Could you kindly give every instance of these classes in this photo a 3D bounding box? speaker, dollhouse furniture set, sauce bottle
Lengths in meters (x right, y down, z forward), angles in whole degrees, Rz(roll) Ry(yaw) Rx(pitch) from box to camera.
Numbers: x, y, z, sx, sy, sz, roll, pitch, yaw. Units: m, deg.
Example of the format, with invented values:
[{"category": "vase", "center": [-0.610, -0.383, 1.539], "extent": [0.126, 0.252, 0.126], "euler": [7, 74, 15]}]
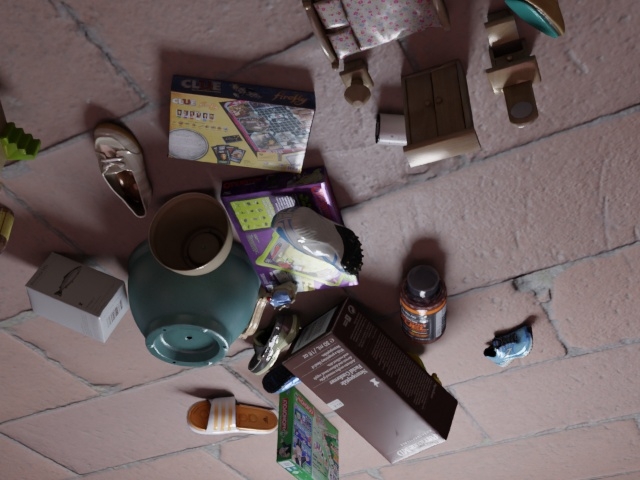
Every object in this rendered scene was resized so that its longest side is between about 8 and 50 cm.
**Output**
[{"category": "speaker", "center": [0.167, -0.190, 1.461], "extent": [0.136, 0.055, 0.055], "euler": [3, 142, -4]}, {"category": "dollhouse furniture set", "center": [0.146, -0.297, 1.229], "extent": [0.303, 0.173, 0.355], "euler": [-14, 140, 17]}, {"category": "sauce bottle", "center": [-0.635, -0.005, 1.642], "extent": [0.042, 0.128, 0.042], "euler": [2, 142, 1]}]

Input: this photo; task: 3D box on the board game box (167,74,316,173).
[{"category": "board game box", "center": [-0.140, -0.199, 1.460], "extent": [0.244, 0.042, 0.165], "euler": [7, 142, -8]}]

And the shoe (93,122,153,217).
[{"category": "shoe", "center": [-0.359, -0.127, 1.540], "extent": [0.077, 0.058, 0.219], "euler": [-6, 142, 8]}]

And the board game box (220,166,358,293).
[{"category": "board game box", "center": [-0.053, -0.009, 1.706], "extent": [0.208, 0.056, 0.346], "euler": [-4, 142, 12]}]

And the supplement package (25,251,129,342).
[{"category": "supplement package", "center": [-0.514, 0.120, 1.775], "extent": [0.179, 0.105, 0.105], "euler": [21, 143, 10]}]

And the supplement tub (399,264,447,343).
[{"category": "supplement tub", "center": [0.227, 0.138, 1.846], "extent": [0.106, 0.106, 0.197], "euler": [-4, 141, 5]}]

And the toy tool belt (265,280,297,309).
[{"category": "toy tool belt", "center": [-0.087, 0.124, 1.800], "extent": [0.083, 0.051, 0.052], "euler": [-25, 136, 29]}]

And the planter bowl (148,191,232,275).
[{"category": "planter bowl", "center": [-0.242, 0.000, 1.640], "extent": [0.162, 0.162, 0.109], "euler": [-7, 159, 9]}]

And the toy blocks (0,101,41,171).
[{"category": "toy blocks", "center": [-0.677, -0.232, 1.337], "extent": [0.382, 0.190, 0.260], "euler": [0, 131, 1]}]

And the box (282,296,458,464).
[{"category": "box", "center": [0.117, 0.334, 1.959], "extent": [0.381, 0.143, 0.191], "euler": [43, 129, -12]}]

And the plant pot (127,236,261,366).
[{"category": "plant pot", "center": [-0.274, 0.145, 1.781], "extent": [0.293, 0.196, 0.293], "euler": [0, 142, 0]}]

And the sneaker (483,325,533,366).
[{"category": "sneaker", "center": [0.456, 0.256, 2.033], "extent": [0.073, 0.063, 0.162], "euler": [19, 138, -18]}]

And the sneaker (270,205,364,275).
[{"category": "sneaker", "center": [0.000, 0.000, 1.627], "extent": [0.086, 0.085, 0.237], "euler": [2, 156, 44]}]

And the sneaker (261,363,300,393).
[{"category": "sneaker", "center": [-0.052, 0.325, 2.132], "extent": [0.209, 0.069, 0.082], "euler": [-32, 166, 23]}]

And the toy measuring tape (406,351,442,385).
[{"category": "toy measuring tape", "center": [0.155, 0.331, 2.125], "extent": [0.330, 0.121, 0.121], "euler": [6, 147, 27]}]

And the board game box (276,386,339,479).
[{"category": "board game box", "center": [-0.029, 0.566, 2.310], "extent": [0.046, 0.213, 0.317], "euler": [-16, 139, 19]}]

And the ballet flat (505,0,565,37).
[{"category": "ballet flat", "center": [0.286, -0.375, 1.212], "extent": [0.232, 0.080, 0.073], "euler": [24, 102, -30]}]

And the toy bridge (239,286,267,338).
[{"category": "toy bridge", "center": [-0.157, 0.179, 1.932], "extent": [0.026, 0.063, 0.188], "euler": [13, 141, -16]}]

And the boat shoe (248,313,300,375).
[{"category": "boat shoe", "center": [-0.126, 0.242, 2.008], "extent": [0.074, 0.080, 0.223], "euler": [24, 131, -19]}]

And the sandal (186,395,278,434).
[{"category": "sandal", "center": [-0.233, 0.473, 2.293], "extent": [0.265, 0.101, 0.076], "euler": [7, 141, -23]}]
